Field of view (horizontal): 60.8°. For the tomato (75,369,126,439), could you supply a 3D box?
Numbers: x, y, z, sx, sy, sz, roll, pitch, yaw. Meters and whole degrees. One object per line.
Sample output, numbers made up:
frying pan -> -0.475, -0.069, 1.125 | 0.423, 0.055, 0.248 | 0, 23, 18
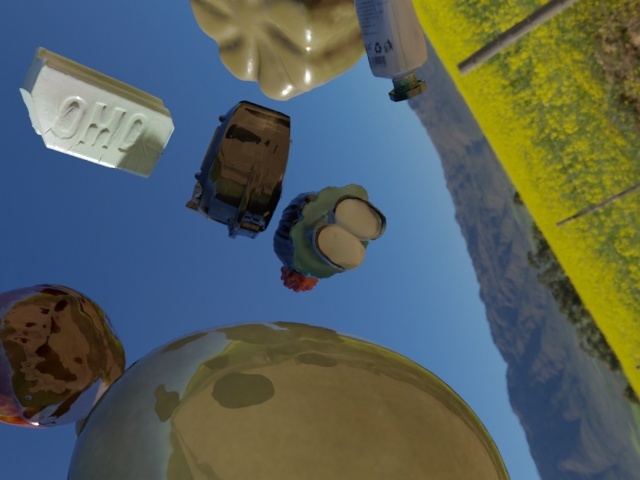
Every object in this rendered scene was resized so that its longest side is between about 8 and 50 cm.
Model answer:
tomato -> -0.560, 0.491, 1.523 | 0.222, 0.270, 0.270 | 18, -145, -11

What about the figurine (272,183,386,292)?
figurine -> 0.000, 0.000, 0.659 | 0.110, 0.138, 0.245 | 33, 174, -7

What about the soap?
soap -> -0.471, -0.258, 1.151 | 0.289, 0.173, 0.095 | 18, -159, -43

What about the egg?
egg -> -0.008, 0.195, 0.421 | 0.352, 0.258, 0.258 | 26, -146, -20

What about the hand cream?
hand cream -> 0.064, -0.341, 0.681 | 0.121, 0.076, 0.336 | 38, 153, 62

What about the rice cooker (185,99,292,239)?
rice cooker -> -0.090, -0.085, 0.661 | 0.106, 0.165, 0.112 | 25, 167, -7

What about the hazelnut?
hazelnut -> -0.421, 0.180, 0.812 | 0.218, 0.218, 0.234 | -91, -18, -51

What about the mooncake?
mooncake -> -0.083, -0.451, 1.016 | 0.378, 0.201, 0.378 | 38, 159, 17
